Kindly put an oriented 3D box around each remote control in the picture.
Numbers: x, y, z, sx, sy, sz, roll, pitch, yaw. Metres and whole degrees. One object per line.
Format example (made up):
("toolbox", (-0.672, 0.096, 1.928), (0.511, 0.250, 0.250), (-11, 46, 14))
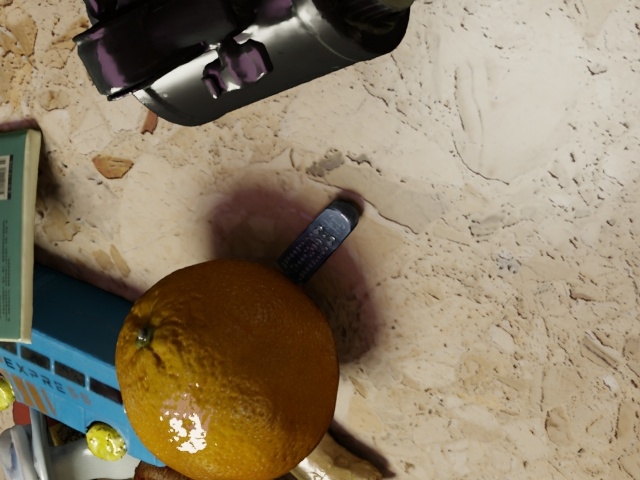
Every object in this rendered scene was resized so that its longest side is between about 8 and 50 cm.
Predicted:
("remote control", (-0.001, 0.001, 1.396), (0.043, 0.027, 0.152), (37, 141, -5))

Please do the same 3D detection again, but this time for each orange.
("orange", (-0.105, 0.146, 1.427), (0.264, 0.264, 0.264), (21, 136, 22))

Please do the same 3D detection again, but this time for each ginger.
("ginger", (-0.004, 0.270, 1.605), (0.190, 0.069, 0.095), (39, 118, 3))

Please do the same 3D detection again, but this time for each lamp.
("lamp", (-0.050, -0.228, 1.082), (0.272, 0.374, 0.205), (-22, 107, 12))

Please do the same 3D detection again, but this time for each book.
("book", (-0.497, -0.003, 1.651), (0.379, 0.031, 0.264), (0, 86, 39))

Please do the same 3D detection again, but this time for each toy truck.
("toy truck", (-0.321, 0.155, 1.679), (0.385, 0.161, 0.162), (22, 127, 22))

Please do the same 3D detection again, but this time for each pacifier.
("pacifier", (-0.342, 0.327, 1.807), (0.227, 0.207, 0.279), (-115, 18, -49))

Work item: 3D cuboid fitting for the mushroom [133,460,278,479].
("mushroom", (-0.135, 0.343, 1.733), (0.231, 0.138, 0.194), (39, 127, -15))

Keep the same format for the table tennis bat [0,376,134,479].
("table tennis bat", (-0.381, 0.292, 1.930), (0.415, 0.051, 0.268), (49, 137, -13))
